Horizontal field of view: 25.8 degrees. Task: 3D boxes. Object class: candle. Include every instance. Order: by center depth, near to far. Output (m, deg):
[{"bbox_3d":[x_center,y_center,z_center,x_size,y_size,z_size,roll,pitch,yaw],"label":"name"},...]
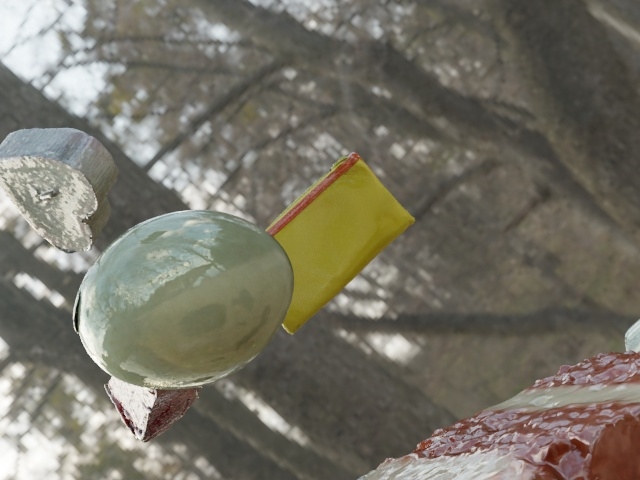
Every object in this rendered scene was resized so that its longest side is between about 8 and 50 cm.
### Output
[{"bbox_3d":[-0.345,-0.075,1.793,0.068,0.168,0.192,-58,-4,-36],"label":"candle"}]

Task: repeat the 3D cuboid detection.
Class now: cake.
[{"bbox_3d":[0.202,0.256,1.048,0.319,0.270,0.270,-24,1,-22],"label":"cake"}]

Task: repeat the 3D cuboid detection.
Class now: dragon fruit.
[{"bbox_3d":[-0.209,0.183,1.816,0.096,0.102,0.147,-28,-18,-35],"label":"dragon fruit"}]

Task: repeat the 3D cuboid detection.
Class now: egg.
[{"bbox_3d":[-0.141,0.062,1.491,0.253,0.187,0.186,-15,-28,-30],"label":"egg"}]

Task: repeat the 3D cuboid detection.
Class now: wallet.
[{"bbox_3d":[0.000,0.000,1.954,0.241,0.141,0.067,-42,10,-6],"label":"wallet"}]

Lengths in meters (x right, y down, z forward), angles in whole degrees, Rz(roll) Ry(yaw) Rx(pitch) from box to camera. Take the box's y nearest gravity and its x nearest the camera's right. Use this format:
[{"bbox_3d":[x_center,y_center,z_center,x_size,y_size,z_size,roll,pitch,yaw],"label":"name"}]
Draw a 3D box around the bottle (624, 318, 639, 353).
[{"bbox_3d":[0.372,0.086,1.342,0.245,0.104,0.104,-48,-9,33],"label":"bottle"}]
